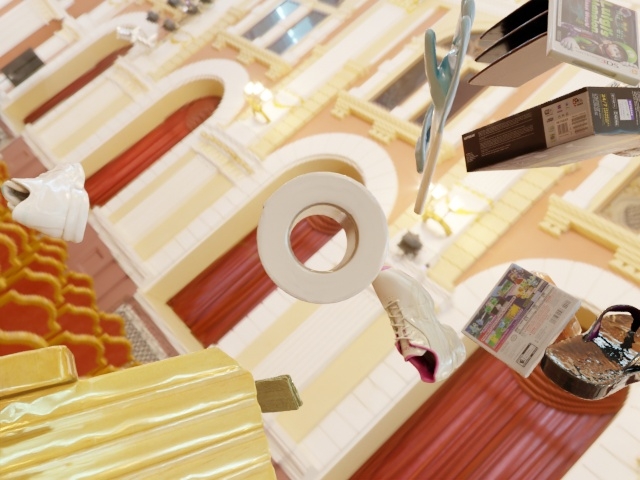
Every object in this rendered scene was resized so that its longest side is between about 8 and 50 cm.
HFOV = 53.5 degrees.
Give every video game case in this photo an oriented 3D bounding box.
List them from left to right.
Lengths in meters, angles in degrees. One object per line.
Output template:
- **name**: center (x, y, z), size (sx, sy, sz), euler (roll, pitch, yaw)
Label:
- **video game case**: center (0.436, 0.170, 1.391), size (0.183, 0.201, 0.023), euler (36, -1, 44)
- **video game case**: center (0.498, -0.378, 1.154), size (0.173, 0.190, 0.022), euler (17, -31, -5)

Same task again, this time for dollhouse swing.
- **dollhouse swing**: center (-0.150, 0.259, 0.563), size (0.315, 0.305, 0.346), euler (147, -69, -67)

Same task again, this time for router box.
- **router box**: center (0.447, -0.192, 1.137), size (0.309, 0.243, 0.081), euler (-12, -95, 63)

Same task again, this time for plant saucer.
- **plant saucer**: center (0.565, 0.155, 1.519), size (0.200, 0.037, 0.200), euler (56, 12, -18)

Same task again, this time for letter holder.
- **letter holder**: center (0.533, -0.530, 1.658), size (0.302, 0.215, 0.152), euler (-23, -104, 60)

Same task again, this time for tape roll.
- **tape roll**: center (0.000, 0.000, 1.231), size (0.246, 0.246, 0.169), euler (48, -5, 1)

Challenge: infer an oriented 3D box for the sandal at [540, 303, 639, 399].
- **sandal**: center (0.607, 0.206, 1.285), size (0.168, 0.446, 0.107), euler (32, -63, 35)

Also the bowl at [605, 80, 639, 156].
- **bowl**: center (0.638, -0.248, 1.287), size (0.170, 0.170, 0.080), euler (48, 25, 1)

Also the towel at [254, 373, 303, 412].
- **towel**: center (-0.126, 0.440, 1.814), size (0.027, 0.148, 0.110), euler (-31, 102, -61)

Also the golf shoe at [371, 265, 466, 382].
- **golf shoe**: center (0.214, 0.197, 1.489), size (0.306, 0.140, 0.115), euler (51, -45, 3)

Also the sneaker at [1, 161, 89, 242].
- **sneaker**: center (-0.351, -0.060, 0.800), size (0.094, 0.080, 0.212), euler (9, 13, -28)

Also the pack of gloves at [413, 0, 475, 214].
- **pack of gloves**: center (0.126, -0.171, 0.727), size (0.046, 0.232, 0.195), euler (13, 24, 3)
